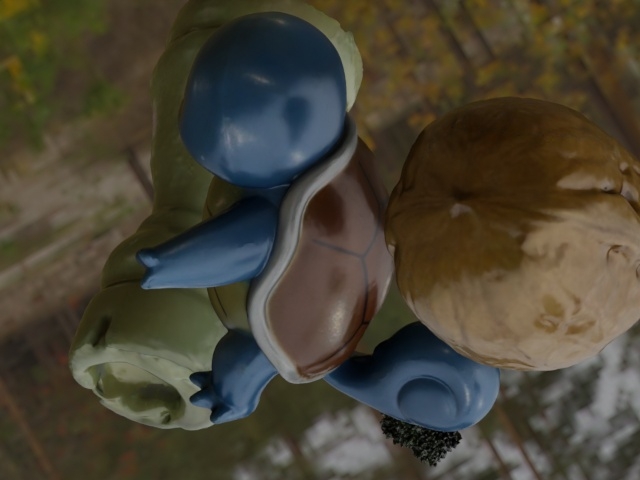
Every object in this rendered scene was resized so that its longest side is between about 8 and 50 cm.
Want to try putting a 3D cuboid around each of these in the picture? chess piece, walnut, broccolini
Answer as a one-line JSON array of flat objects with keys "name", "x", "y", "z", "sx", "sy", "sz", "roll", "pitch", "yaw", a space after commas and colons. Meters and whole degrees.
[{"name": "chess piece", "x": -0.117, "y": -0.032, "z": 2.035, "sx": 0.234, "sy": 0.234, "sz": 0.442, "roll": -34, "pitch": -148, "yaw": 53}, {"name": "walnut", "x": 0.145, "y": -0.004, "z": 1.408, "sx": 0.195, "sy": 0.195, "sz": 0.222, "roll": -31, "pitch": 152, "yaw": 20}, {"name": "broccolini", "x": 0.120, "y": 0.179, "z": 1.950, "sx": 0.058, "sy": 0.074, "sz": 0.201, "roll": -46, "pitch": 168, "yaw": 15}]

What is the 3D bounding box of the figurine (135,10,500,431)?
[{"name": "figurine", "x": -0.028, "y": 0.013, "z": 1.664, "sx": 0.243, "sy": 0.416, "sz": 0.298, "roll": -12, "pitch": -152, "yaw": 36}]
